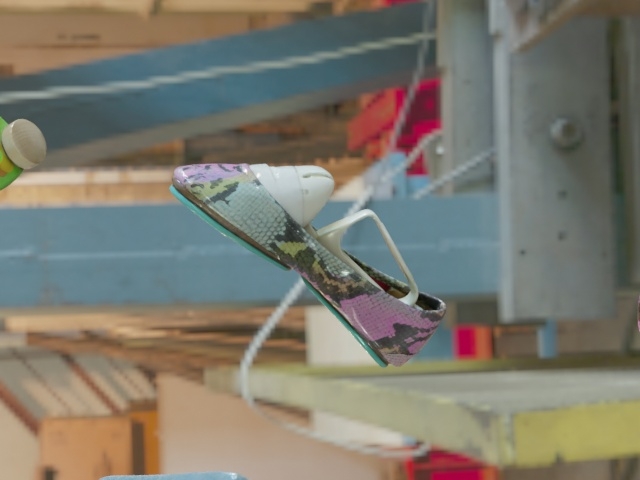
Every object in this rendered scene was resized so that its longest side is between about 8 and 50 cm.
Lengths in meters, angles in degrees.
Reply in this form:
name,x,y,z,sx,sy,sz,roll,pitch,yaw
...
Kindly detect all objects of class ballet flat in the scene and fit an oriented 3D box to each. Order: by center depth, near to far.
name,x,y,z,sx,sy,sz,roll,pitch,yaw
ballet flat,0.000,0.000,1.045,0.079,0.221,0.077,-46,21,10

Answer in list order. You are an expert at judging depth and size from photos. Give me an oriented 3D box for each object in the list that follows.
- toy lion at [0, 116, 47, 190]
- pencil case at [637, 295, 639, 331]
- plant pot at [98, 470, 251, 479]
name,x,y,z,sx,sy,sz,roll,pitch,yaw
toy lion,-0.180,-0.058,0.686,0.100,0.034,0.096,59,-149,-11
pencil case,0.242,0.065,0.873,0.209,0.098,0.095,-106,33,-76
plant pot,-0.104,0.379,1.372,0.248,0.247,0.252,-13,45,52
